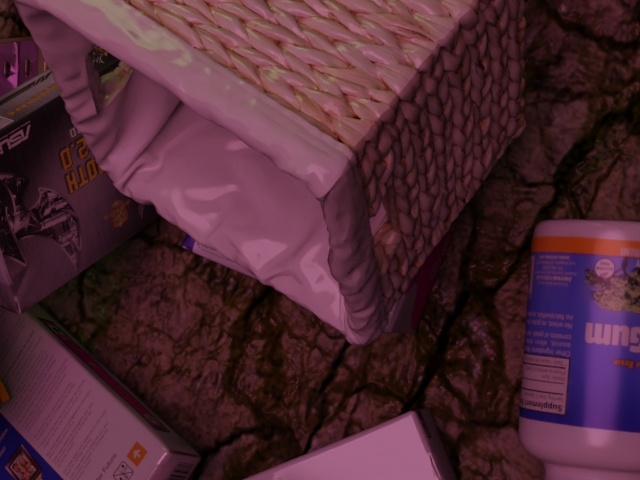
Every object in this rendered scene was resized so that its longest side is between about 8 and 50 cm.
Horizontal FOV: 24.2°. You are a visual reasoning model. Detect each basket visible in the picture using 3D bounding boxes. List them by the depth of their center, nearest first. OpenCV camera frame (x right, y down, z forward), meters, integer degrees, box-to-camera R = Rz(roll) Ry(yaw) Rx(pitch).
[{"bbox_3d":[-0.028,-0.142,1.248,0.331,0.328,0.266,32,73,20],"label":"basket"}]

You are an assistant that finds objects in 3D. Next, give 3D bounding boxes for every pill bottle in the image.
[{"bbox_3d":[0.255,0.122,1.325,0.152,0.152,0.272,3,87,17],"label":"pill bottle"}]

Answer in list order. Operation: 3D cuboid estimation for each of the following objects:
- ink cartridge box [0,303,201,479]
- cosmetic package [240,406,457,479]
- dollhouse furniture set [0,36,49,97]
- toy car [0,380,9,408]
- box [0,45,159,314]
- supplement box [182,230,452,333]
[{"bbox_3d":[-0.294,0.179,1.502,0.371,0.069,0.176,37,97,31],"label":"ink cartridge box"},{"bbox_3d":[0.015,0.254,1.424,0.231,0.085,0.117,-22,81,12],"label":"cosmetic package"},{"bbox_3d":[-0.403,-0.205,1.465,0.198,0.303,0.286,-2,86,15],"label":"dollhouse furniture set"},{"bbox_3d":[-0.364,0.176,1.480,0.122,0.060,0.040,-23,98,32],"label":"toy car"},{"bbox_3d":[-0.239,-0.067,1.413,0.056,0.231,0.183,18,130,36],"label":"box"},{"bbox_3d":[0.000,0.000,1.431,0.220,0.114,0.111,22,92,18],"label":"supplement box"}]
